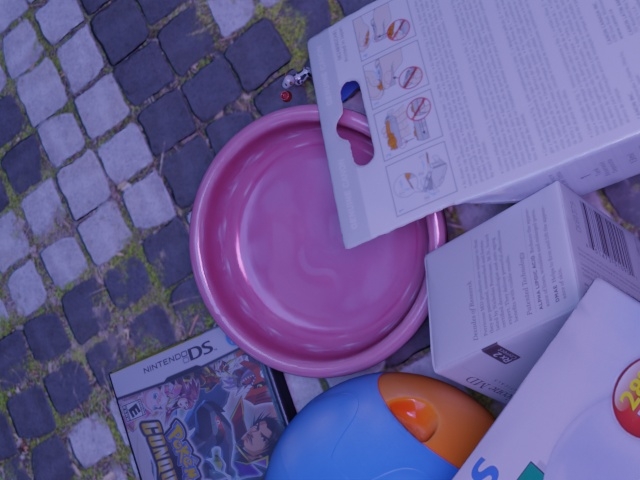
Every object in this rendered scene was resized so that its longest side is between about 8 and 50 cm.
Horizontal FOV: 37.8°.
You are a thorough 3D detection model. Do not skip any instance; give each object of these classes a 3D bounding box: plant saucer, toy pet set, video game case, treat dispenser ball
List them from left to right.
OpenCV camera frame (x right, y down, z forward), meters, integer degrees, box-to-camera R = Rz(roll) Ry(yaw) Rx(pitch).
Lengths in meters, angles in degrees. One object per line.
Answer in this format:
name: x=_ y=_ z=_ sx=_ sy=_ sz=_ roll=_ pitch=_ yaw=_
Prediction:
video game case: x=-0.144 y=0.264 z=1.254 sx=0.248 sy=0.035 sz=0.275 roll=-24 pitch=78 yaw=21
plant saucer: x=0.000 y=0.000 z=1.159 sx=0.332 sy=0.084 sz=0.332 roll=2 pitch=95 yaw=20
toy pet set: x=0.005 y=-0.180 z=1.190 sx=0.114 sy=0.065 sz=0.122 roll=-40 pitch=73 yaw=18
treat dispenser ball: x=0.081 y=0.286 z=1.011 sx=0.288 sy=0.288 sz=0.288 roll=-1 pitch=87 yaw=24

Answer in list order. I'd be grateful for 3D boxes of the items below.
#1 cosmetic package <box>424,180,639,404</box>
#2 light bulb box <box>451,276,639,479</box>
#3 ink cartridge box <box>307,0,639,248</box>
cosmetic package: x=0.229 y=0.065 z=0.980 sx=0.183 sy=0.151 sz=0.151 roll=-34 pitch=42 yaw=37
light bulb box: x=0.285 y=0.282 z=0.720 sx=0.358 sy=0.225 sz=0.361 roll=-55 pitch=39 yaw=4
ink cartridge box: x=0.187 y=-0.172 z=1.038 sx=0.385 sy=0.091 sz=0.308 roll=-23 pitch=59 yaw=22
